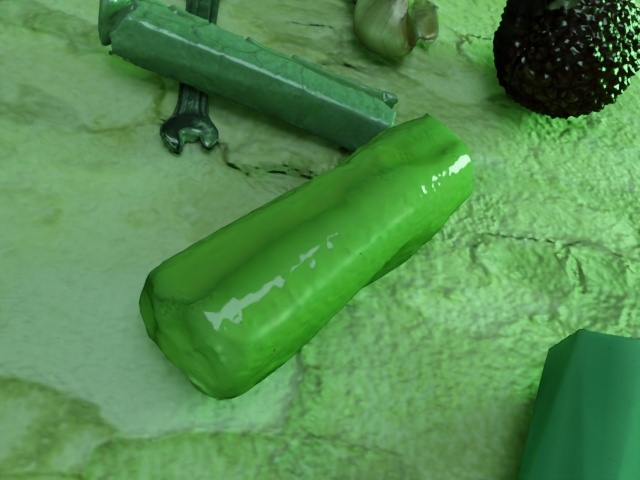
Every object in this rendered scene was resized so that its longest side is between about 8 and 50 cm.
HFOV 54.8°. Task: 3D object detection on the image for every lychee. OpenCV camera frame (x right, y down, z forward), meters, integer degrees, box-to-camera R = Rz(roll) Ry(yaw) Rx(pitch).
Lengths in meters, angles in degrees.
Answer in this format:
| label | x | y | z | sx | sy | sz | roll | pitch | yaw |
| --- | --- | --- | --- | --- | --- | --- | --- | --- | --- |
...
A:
| label | x | y | z | sx | sy | sz | roll | pitch | yaw |
| --- | --- | --- | --- | --- | --- | --- | --- | --- | --- |
| lychee | 0.309 | -0.242 | 0.766 | 0.188 | 0.188 | 0.188 | 7 | 60 | -12 |

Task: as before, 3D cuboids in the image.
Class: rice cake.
| label | x | y | z | sx | sy | sz | roll | pitch | yaw |
| --- | --- | --- | --- | --- | --- | --- | --- | --- | --- |
| rice cake | -0.076 | -0.180 | 0.669 | 0.336 | 0.066 | 0.063 | 20 | 47 | -11 |

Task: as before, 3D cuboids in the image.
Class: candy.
| label | x | y | z | sx | sy | sz | roll | pitch | yaw |
| --- | --- | --- | --- | --- | --- | --- | --- | --- | --- |
| candy | 0.000 | 0.000 | 0.564 | 0.132 | 0.142 | 0.343 | 40 | 58 | 23 |

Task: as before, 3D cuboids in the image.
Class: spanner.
| label | x | y | z | sx | sy | sz | roll | pitch | yaw |
| --- | --- | --- | --- | --- | --- | --- | --- | --- | --- |
| spanner | -0.141 | -0.222 | 0.719 | 0.071 | 0.017 | 0.302 | 6 | 59 | -17 |

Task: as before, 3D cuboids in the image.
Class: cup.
| label | x | y | z | sx | sy | sz | roll | pitch | yaw |
| --- | --- | --- | --- | --- | --- | --- | --- | --- | --- |
| cup | 0.239 | 0.201 | 0.523 | 0.148 | 0.134 | 0.235 | 29 | 57 | -2 |

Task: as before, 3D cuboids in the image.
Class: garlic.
| label | x | y | z | sx | sy | sz | roll | pitch | yaw |
| --- | --- | --- | --- | --- | --- | --- | --- | --- | --- |
| garlic | 0.095 | -0.311 | 0.790 | 0.124 | 0.099 | 0.174 | 5 | 60 | 4 |
